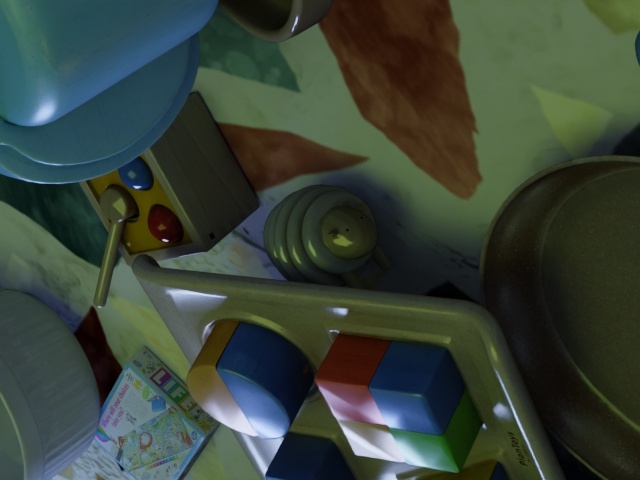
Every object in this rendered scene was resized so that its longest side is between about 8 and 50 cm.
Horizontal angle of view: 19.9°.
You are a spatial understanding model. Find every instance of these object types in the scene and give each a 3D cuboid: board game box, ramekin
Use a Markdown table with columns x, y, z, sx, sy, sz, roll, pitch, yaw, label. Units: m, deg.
| x | y | z | sx | sy | sz | roll | pitch | yaw | label |
| --- | --- | --- | --- | --- | --- | --- | --- | --- | --- |
| -0.161 | 0.179 | 1.752 | 0.103 | 0.026 | 0.154 | 43 | 142 | 7 | board game box |
| -0.306 | 0.146 | 1.774 | 0.207 | 0.109 | 0.207 | 31 | 135 | 36 | ramekin |

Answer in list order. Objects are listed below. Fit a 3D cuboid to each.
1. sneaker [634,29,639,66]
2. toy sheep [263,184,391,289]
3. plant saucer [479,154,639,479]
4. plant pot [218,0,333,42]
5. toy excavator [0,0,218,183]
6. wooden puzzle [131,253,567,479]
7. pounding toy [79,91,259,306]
| x | y | z | sx | sy | sz | roll | pitch | yaw | label |
| --- | --- | --- | --- | --- | --- | --- | --- | --- | --- |
| 0.280 | -0.069 | 1.096 | 0.209 | 0.069 | 0.082 | 37 | 175 | 1 | sneaker |
| 0.000 | 0.000 | 1.397 | 0.132 | 0.091 | 0.091 | -10 | 115 | 54 | toy sheep |
| 0.251 | 0.066 | 1.240 | 0.310 | 0.050 | 0.311 | 26 | 137 | 27 | plant saucer |
| -0.032 | -0.254 | 1.156 | 0.237 | 0.109 | 0.237 | 54 | 161 | 27 | plant pot |
| -0.165 | -0.229 | 1.109 | 0.445 | 0.222 | 0.433 | 11 | 130 | 53 | toy excavator |
| 0.030 | 0.157 | 1.434 | 0.347 | 0.080 | 0.322 | 10 | 143 | 35 | wooden puzzle |
| -0.143 | -0.031 | 1.493 | 0.141 | 0.100 | 0.130 | -11 | 114 | 48 | pounding toy |
